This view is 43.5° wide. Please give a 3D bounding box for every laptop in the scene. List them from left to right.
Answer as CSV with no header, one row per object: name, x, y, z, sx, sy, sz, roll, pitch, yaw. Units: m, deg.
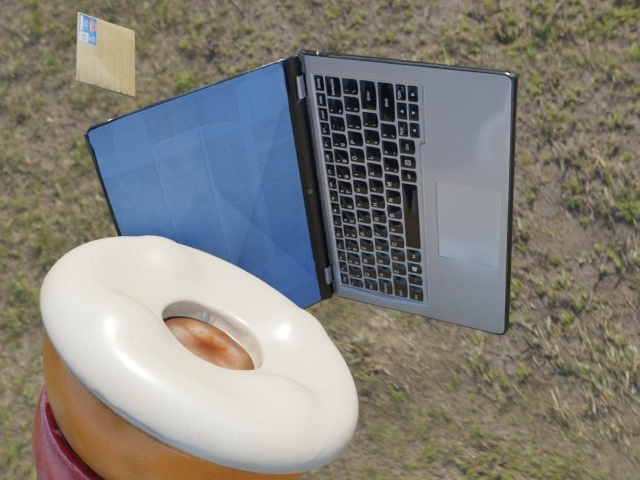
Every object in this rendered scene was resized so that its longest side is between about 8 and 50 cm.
laptop,0.000,0.000,0.961,0.407,0.382,0.236,12,42,24

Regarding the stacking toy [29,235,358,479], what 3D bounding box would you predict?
stacking toy,-0.209,0.268,0.883,0.350,0.350,0.480,41,110,31

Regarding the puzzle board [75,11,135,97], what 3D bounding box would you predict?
puzzle board,-0.339,-0.291,1.266,0.011,0.096,0.128,-31,57,45
